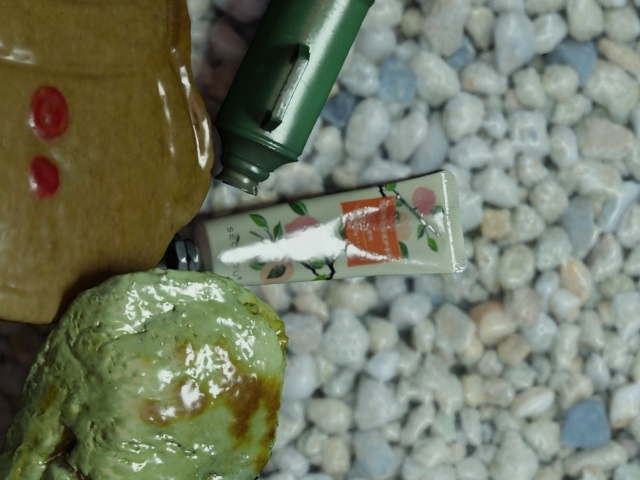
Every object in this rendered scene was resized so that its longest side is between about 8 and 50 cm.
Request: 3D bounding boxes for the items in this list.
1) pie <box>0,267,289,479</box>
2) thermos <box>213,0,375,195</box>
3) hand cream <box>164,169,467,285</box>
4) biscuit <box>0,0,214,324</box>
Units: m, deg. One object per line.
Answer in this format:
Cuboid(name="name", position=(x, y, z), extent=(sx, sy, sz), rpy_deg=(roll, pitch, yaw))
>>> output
Cuboid(name="pie", position=(-0.110, 0.137, 1.299), extent=(0.201, 0.090, 0.248), rpy_deg=(17, 100, -33))
Cuboid(name="thermos", position=(-0.019, -0.121, 1.385), extent=(0.073, 0.083, 0.187), rpy_deg=(24, 91, -44))
Cuboid(name="hand cream", position=(0.000, 0.000, 1.423), extent=(0.234, 0.050, 0.080), rpy_deg=(-8, 94, -19))
Cuboid(name="biscuit", position=(-0.206, -0.136, 1.265), extent=(0.359, 0.074, 0.381), rpy_deg=(9, 82, -50))
